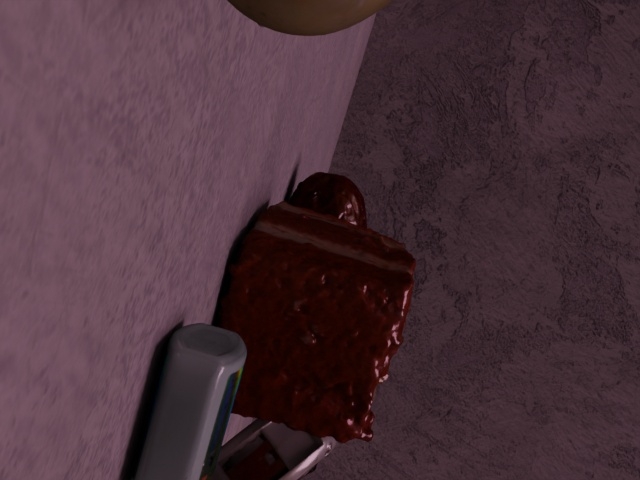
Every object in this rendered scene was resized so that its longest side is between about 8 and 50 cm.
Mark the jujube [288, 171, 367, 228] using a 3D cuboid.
[{"bbox_3d":[0.000,0.000,1.593,0.197,0.197,0.290,-57,157,-83],"label":"jujube"}]

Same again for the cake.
[{"bbox_3d":[-0.006,0.108,1.168,0.319,0.270,0.270,-73,179,-71],"label":"cake"}]

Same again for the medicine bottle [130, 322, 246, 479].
[{"bbox_3d":[-0.144,0.209,0.775,0.121,0.083,0.229,-79,-173,-82],"label":"medicine bottle"}]

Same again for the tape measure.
[{"bbox_3d":[-0.093,0.365,1.206,0.265,0.130,0.258,-38,166,2],"label":"tape measure"}]

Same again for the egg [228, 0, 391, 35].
[{"bbox_3d":[0.007,-0.204,0.371,0.164,0.164,0.202,-63,173,-80],"label":"egg"}]
